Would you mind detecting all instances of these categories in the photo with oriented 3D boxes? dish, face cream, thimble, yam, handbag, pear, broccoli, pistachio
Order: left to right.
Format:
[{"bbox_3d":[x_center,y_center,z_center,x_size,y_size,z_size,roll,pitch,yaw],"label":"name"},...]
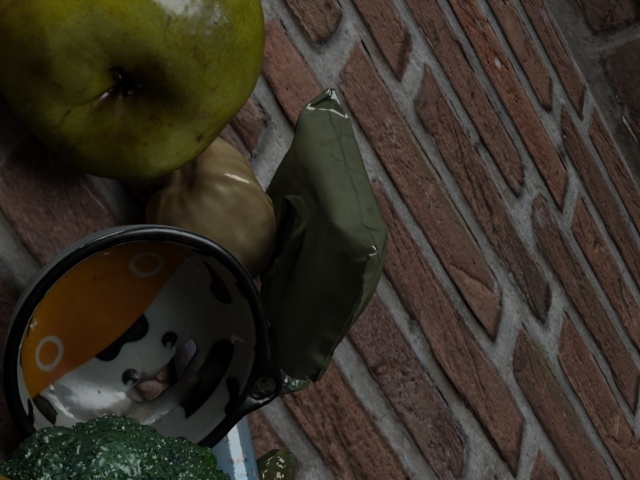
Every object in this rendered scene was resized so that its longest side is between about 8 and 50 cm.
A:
[{"bbox_3d":[-0.195,0.294,1.136,0.270,0.270,0.270,-46,150,-57],"label":"broccoli"},{"bbox_3d":[-0.198,0.104,1.280,0.303,0.120,0.303,-10,112,-25],"label":"dish"},{"bbox_3d":[-0.206,-0.228,1.346,0.304,0.304,0.304,35,46,-47],"label":"pear"},{"bbox_3d":[-0.128,0.182,1.465,0.075,0.075,0.229,5,70,-59],"label":"face cream"},{"bbox_3d":[-0.126,-0.029,1.502,0.229,0.157,0.157,70,18,-59],"label":"pistachio"},{"bbox_3d":[-0.072,0.317,1.496,0.070,0.070,0.146,47,39,-37],"label":"yam"},{"bbox_3d":[-0.052,0.157,1.619,0.084,0.062,0.110,60,31,-19],"label":"thimble"},{"bbox_3d":[-0.002,0.000,1.548,0.109,0.253,0.315,8,40,-23],"label":"handbag"}]

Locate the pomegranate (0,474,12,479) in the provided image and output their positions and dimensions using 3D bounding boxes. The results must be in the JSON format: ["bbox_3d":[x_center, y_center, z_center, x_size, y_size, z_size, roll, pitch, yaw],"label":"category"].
[{"bbox_3d":[-0.271,0.338,0.818,0.417,0.417,0.416,35,46,-47],"label":"pomegranate"}]
